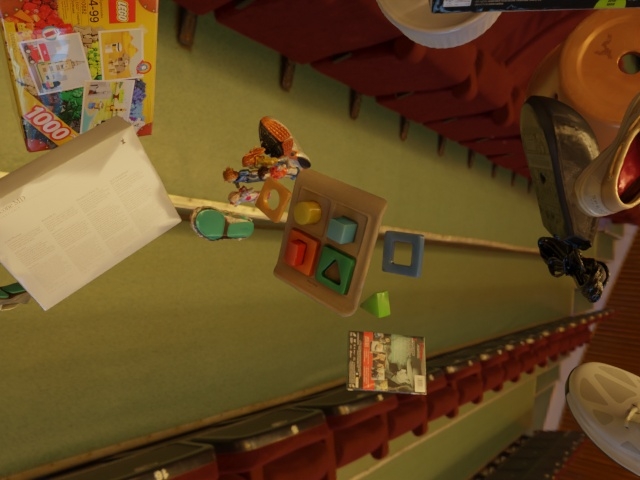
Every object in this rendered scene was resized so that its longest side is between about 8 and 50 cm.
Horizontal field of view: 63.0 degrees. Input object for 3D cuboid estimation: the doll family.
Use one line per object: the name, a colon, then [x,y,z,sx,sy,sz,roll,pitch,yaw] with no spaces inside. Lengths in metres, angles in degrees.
doll family: [-0.194,-0.197,1.533,0.163,0.263,0.119,-6,73,-43]

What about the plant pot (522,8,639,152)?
plant pot: [0.488,-0.245,0.856,0.203,0.290,0.291,23,73,-70]

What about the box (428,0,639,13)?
box: [0.165,-0.187,0.319,0.036,0.206,0.114,87,2,-54]

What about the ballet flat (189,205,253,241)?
ballet flat: [-0.266,-0.042,1.333,0.241,0.077,0.091,16,90,-61]

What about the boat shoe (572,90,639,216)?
boat shoe: [0.305,-0.090,0.473,0.063,0.059,0.170,37,88,-10]

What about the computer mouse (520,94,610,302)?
computer mouse: [0.340,-0.070,0.711,0.188,0.072,0.272,-79,152,-73]

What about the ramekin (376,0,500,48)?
ramekin: [0.240,-0.499,0.997,0.127,0.272,0.273,17,78,-70]

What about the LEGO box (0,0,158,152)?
LEGO box: [-0.666,-0.509,1.442,0.372,0.500,0.193,-16,62,-29]

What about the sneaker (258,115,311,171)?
sneaker: [-0.126,-0.304,1.593,0.121,0.099,0.262,65,8,31]

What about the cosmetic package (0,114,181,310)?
cosmetic package: [-0.540,-0.063,1.177,0.377,0.097,0.285,-37,138,-22]

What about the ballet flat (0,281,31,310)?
ballet flat: [-0.797,0.146,1.296,0.068,0.072,0.213,-64,172,3]

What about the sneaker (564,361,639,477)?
sneaker: [0.580,0.289,0.787,0.169,0.447,0.258,-33,131,-14]

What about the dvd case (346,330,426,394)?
dvd case: [0.098,0.181,0.774,0.013,0.119,0.087,111,-18,-66]

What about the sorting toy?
sorting toy: [0.000,0.000,0.838,0.047,0.347,0.196,-2,113,-51]
